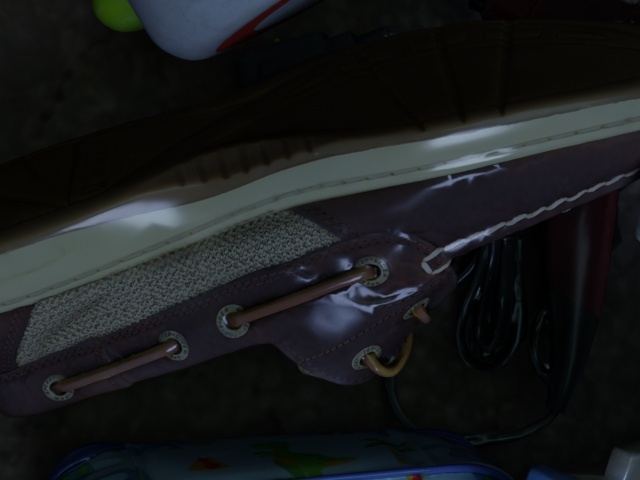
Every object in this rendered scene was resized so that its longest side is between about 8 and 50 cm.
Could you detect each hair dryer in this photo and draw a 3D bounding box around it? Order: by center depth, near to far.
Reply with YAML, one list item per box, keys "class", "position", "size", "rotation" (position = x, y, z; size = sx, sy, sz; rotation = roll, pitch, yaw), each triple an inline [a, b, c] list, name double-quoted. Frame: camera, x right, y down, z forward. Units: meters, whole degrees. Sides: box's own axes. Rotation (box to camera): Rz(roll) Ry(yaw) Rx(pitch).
- class: "hair dryer"
  position: [0.127, -0.056, 0.794]
  size: [0.293, 0.080, 0.223]
  rotation: [-29, 97, 2]

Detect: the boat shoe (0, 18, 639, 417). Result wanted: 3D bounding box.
- class: "boat shoe"
  position: [0.000, 0.000, 0.711]
  size: [0.342, 0.123, 0.123]
  rotation: [-16, 115, 5]

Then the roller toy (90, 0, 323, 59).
- class: "roller toy"
  position: [-0.015, -0.181, 0.701]
  size: [0.209, 0.191, 0.146]
  rotation: [-31, 94, -12]

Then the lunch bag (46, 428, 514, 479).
- class: "lunch bag"
  position: [-0.020, 0.176, 0.730]
  size: [0.219, 0.090, 0.176]
  rotation: [-3, 98, -13]

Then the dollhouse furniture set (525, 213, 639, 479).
- class: "dollhouse furniture set"
  position: [0.236, 0.128, 0.699]
  size: [0.286, 0.198, 0.303]
  rotation: [0, 110, -53]
